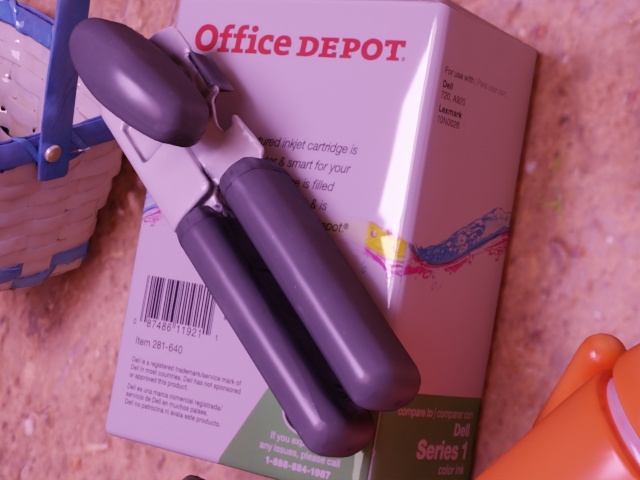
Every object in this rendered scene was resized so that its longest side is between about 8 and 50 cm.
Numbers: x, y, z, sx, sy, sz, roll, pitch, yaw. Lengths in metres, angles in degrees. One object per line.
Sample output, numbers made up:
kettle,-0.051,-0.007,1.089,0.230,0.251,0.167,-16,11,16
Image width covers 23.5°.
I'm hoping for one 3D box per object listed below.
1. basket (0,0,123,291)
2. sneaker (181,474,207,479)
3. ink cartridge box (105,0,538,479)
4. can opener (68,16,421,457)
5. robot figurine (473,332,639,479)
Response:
basket,-0.250,-0.124,1.059,0.255,0.201,0.288,40,137,34
sneaker,-0.066,0.185,0.970,0.192,0.064,0.086,-34,68,31
ink cartridge box,0.000,0.000,0.920,0.201,0.117,0.278,8,87,38
can opener,-0.057,-0.011,0.829,0.076,0.095,0.283,-47,58,22
robot figurine,0.156,0.133,0.774,0.128,0.158,0.219,44,113,-3
